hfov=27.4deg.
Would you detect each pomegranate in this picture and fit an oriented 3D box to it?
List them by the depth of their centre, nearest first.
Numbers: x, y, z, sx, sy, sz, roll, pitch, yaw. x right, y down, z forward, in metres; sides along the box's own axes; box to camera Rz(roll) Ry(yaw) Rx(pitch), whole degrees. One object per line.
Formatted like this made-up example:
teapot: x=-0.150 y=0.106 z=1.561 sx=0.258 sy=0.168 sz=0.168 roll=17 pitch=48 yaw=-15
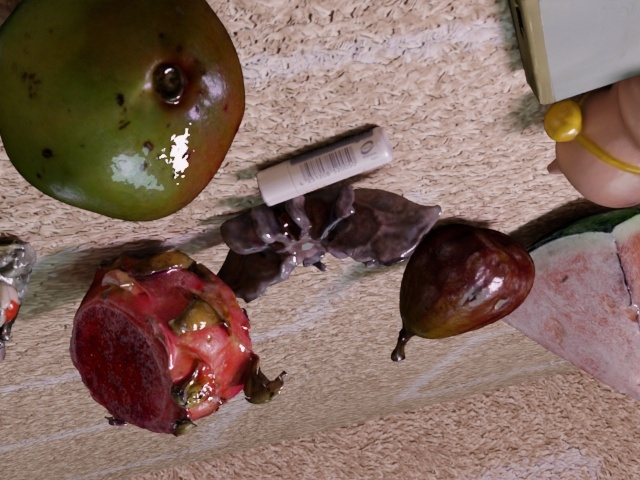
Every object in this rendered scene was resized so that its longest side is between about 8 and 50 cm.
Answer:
pomegranate: x=-0.155 y=-0.104 z=0.910 sx=0.180 sy=0.180 sz=0.210 roll=-1 pitch=-173 yaw=-42

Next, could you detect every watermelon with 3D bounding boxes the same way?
watermelon: x=0.415 y=0.087 z=1.968 sx=0.283 sy=0.292 sz=0.250 roll=-4 pitch=-170 yaw=-38

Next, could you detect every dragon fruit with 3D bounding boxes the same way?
dragon fruit: x=-0.185 y=0.119 z=1.484 sx=0.282 sy=0.211 sz=0.147 roll=26 pitch=-158 yaw=33

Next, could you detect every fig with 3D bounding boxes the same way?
fig: x=0.171 y=0.081 z=1.823 sx=0.170 sy=0.145 sz=0.274 roll=0 pitch=143 yaw=-42

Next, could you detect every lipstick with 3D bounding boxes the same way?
lipstick: x=0.005 y=-0.077 z=1.349 sx=0.141 sy=0.040 sz=0.040 roll=-20 pitch=164 yaw=12

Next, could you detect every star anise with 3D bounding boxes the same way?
star anise: x=0.005 y=-0.001 z=1.486 sx=0.258 sy=0.110 sz=0.198 roll=-8 pitch=163 yaw=-5

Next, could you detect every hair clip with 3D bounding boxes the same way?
hair clip: x=-0.393 y=0.095 z=1.447 sx=0.138 sy=0.091 sz=0.321 roll=-6 pitch=160 yaw=-22

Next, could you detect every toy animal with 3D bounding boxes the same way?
toy animal: x=0.339 y=-0.117 z=1.374 sx=0.165 sy=0.149 sz=0.248 roll=-23 pitch=-178 yaw=-35

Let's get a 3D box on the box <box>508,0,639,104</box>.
box: x=0.273 y=-0.209 z=1.157 sx=0.211 sy=0.045 sz=0.270 roll=-19 pitch=164 yaw=10
